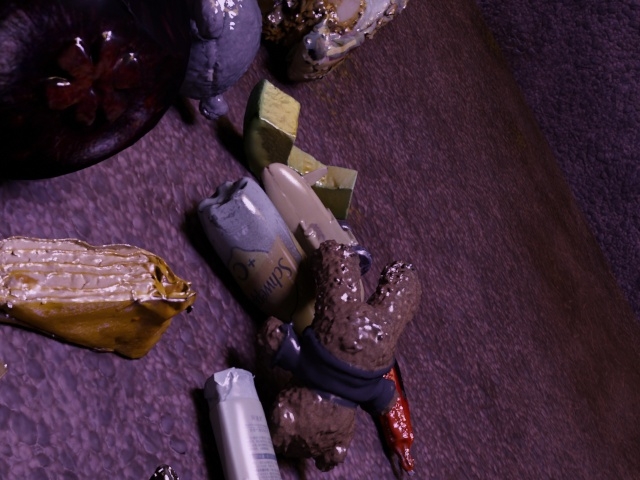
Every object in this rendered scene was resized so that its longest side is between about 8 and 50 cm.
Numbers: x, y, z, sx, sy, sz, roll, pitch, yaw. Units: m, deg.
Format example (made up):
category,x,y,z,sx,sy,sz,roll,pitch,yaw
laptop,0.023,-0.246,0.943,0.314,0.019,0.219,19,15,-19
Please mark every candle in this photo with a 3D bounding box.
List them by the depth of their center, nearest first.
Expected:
category,x,y,z,sx,sy,sz,roll,pitch,yaw
candle,0.087,0.219,1.301,0.053,0.048,0.162,-2,61,-25

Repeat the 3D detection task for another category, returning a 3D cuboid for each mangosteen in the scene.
category,x,y,z,sx,sy,sz,roll,pitch,yaw
mangosteen,-0.240,-0.197,0.862,0.287,0.233,0.288,52,23,-33

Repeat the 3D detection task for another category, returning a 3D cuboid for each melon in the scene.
category,x,y,z,sx,sy,sz,roll,pitch,yaw
melon,-0.030,-0.101,1.316,0.209,0.118,0.064,36,47,-22

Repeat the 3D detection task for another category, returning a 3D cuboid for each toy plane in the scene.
category,x,y,z,sx,sy,sz,roll,pitch,yaw
toy plane,0.000,0.000,1.247,0.244,0.092,0.229,66,-3,-33

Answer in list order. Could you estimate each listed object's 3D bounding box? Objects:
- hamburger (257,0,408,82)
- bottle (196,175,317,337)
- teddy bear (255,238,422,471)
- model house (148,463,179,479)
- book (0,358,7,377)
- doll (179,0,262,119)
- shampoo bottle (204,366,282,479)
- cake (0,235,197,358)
category,x,y,z,sx,sy,sz,roll,pitch,yaw
hamburger,-0.004,-0.346,1.553,0.168,0.192,0.288,51,52,-9
bottle,-0.040,0.053,1.169,0.270,0.083,0.083,57,25,-21
teddy bear,0.021,0.113,1.086,0.182,0.129,0.251,25,74,-12
model house,-0.153,0.256,0.710,0.152,0.106,0.165,12,49,-61
book,-0.315,0.083,0.675,0.161,0.026,0.231,57,25,-12
doll,-0.181,-0.297,1.233,0.246,0.158,0.340,80,-17,-56
shampoo bottle,-0.065,0.227,0.980,0.072,0.049,0.212,20,48,-53
cake,-0.210,0.052,0.901,0.184,0.116,0.080,-5,60,-29
